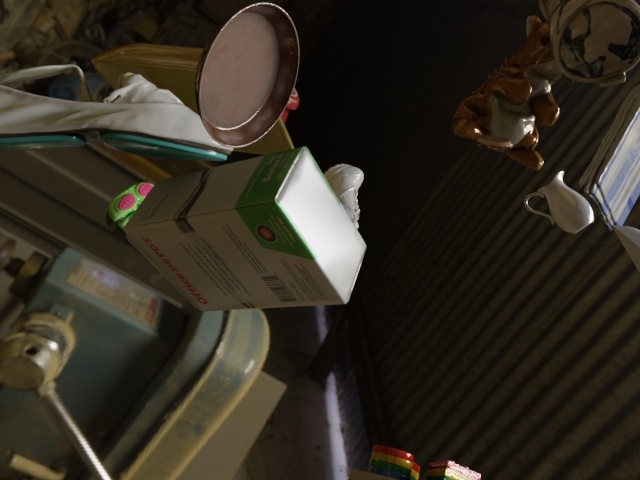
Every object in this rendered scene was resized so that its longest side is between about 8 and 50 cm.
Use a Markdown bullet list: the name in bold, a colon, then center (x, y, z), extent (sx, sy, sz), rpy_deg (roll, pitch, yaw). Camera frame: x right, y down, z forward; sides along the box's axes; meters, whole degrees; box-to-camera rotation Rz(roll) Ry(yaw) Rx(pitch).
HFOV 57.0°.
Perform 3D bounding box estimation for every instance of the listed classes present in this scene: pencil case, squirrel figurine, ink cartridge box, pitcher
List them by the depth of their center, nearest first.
- **ink cartridge box**: center (-0.112, -0.004, 0.884), extent (0.289, 0.211, 0.121), rpy_deg (-6, -136, 32)
- **pencil case**: center (0.539, -0.457, 1.194), extent (0.160, 0.183, 0.410), rpy_deg (-26, -154, 29)
- **squirrel figurine**: center (0.573, -0.452, 1.711), extent (0.397, 0.281, 0.370), rpy_deg (-77, -168, -68)
- **pitcher**: center (0.846, -0.114, 2.093), extent (0.178, 0.207, 0.125), rpy_deg (-38, 165, 24)

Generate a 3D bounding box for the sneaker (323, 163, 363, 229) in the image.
- **sneaker**: center (0.033, -0.057, 1.244), extent (0.111, 0.130, 0.297), rpy_deg (90, 25, -42)

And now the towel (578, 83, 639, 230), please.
- **towel**: center (0.563, -0.140, 1.091), extent (0.034, 0.285, 0.209), rpy_deg (30, -86, 37)

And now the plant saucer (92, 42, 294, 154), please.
- **plant saucer**: center (-0.229, -0.289, 1.195), extent (0.332, 0.333, 0.080), rpy_deg (63, 37, -71)

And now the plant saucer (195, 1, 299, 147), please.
- **plant saucer**: center (-0.087, -0.191, 0.681), extent (0.168, 0.029, 0.168), rpy_deg (-44, 150, -33)

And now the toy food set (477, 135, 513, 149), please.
- **toy food set**: center (0.412, -0.232, 1.399), extent (0.083, 0.083, 0.020), rpy_deg (-33, 134, -55)

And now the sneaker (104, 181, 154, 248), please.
- **sneaker**: center (-0.457, -0.038, 1.590), extent (0.202, 0.185, 0.483), rpy_deg (-30, 179, 5)

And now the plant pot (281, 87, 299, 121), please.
- **plant pot**: center (-0.161, -0.335, 1.431), extent (0.174, 0.191, 0.191), rpy_deg (-42, -158, 23)

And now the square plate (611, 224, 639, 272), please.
- **square plate**: center (0.666, 0.144, 0.971), extent (0.049, 0.344, 0.347), rpy_deg (-40, -150, 10)

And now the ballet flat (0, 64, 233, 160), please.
- **ballet flat**: center (-0.329, -0.192, 0.872), extent (0.139, 0.401, 0.139), rpy_deg (-179, -90, -78)

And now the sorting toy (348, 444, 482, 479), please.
- **sorting toy**: center (0.224, 0.513, 1.252), extent (0.257, 0.255, 0.089), rpy_deg (5, -117, 25)
